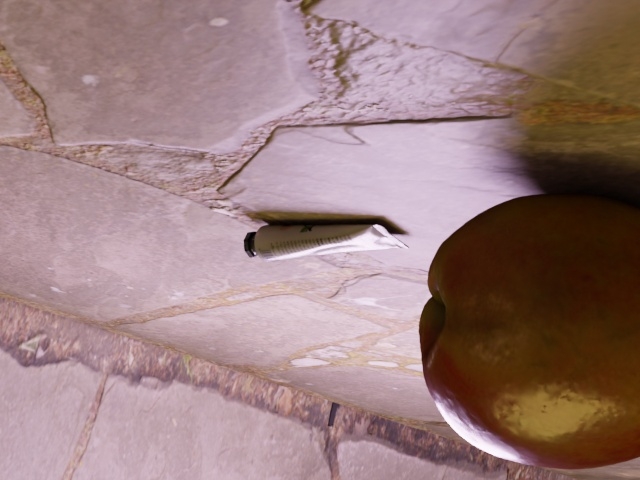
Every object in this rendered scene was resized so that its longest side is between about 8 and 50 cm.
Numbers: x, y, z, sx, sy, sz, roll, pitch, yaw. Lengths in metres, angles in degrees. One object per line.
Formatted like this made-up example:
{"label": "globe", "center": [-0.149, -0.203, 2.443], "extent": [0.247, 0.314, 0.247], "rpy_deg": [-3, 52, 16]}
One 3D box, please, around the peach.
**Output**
{"label": "peach", "center": [0.268, 0.090, 1.257], "extent": [0.332, 0.307, 0.308], "rpy_deg": [-2, 164, 3]}

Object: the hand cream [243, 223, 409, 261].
{"label": "hand cream", "center": [0.000, 0.000, 1.611], "extent": [0.234, 0.050, 0.080], "rpy_deg": [-3, 158, 34]}
